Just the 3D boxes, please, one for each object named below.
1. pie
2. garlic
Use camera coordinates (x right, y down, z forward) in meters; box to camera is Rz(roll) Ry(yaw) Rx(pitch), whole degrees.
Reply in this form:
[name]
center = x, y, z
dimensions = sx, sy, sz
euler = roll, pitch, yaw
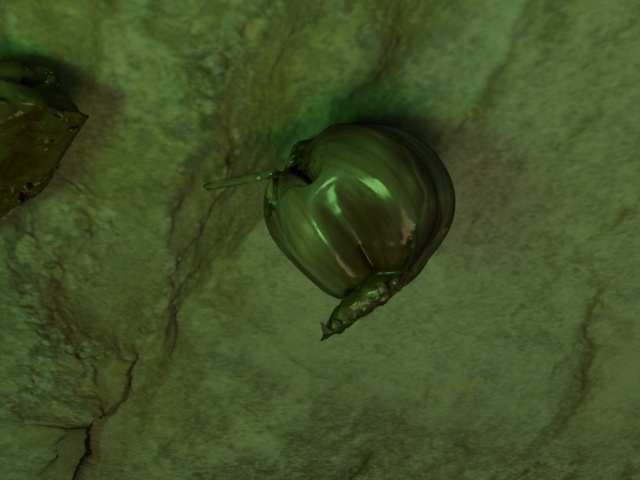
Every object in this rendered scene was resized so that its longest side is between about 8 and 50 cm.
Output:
[pie]
center = -0.320, -0.071, 0.995
dimensions = 0.128, 0.068, 0.282
euler = 17, 141, -34
[garlic]
center = 0.000, 0.000, 1.008
dimensions = 0.256, 0.207, 0.207
euler = -6, 145, 19
